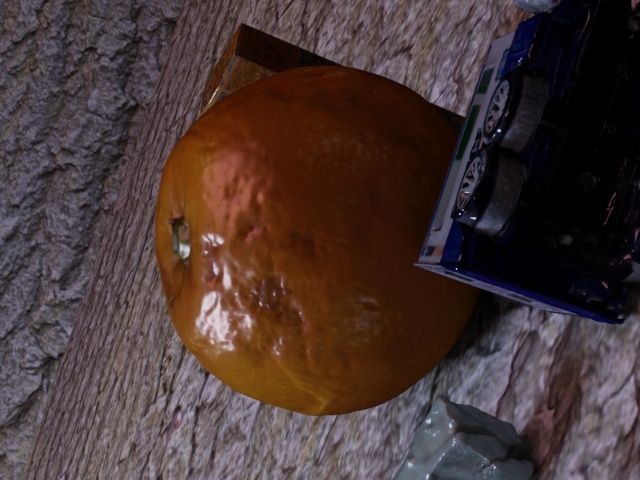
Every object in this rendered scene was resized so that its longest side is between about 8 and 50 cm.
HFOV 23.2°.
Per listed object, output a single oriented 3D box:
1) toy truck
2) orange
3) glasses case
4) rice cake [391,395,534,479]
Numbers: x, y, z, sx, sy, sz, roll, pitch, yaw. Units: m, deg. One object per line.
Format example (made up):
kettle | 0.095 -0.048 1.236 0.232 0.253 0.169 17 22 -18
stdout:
toy truck | 0.157 -0.092 0.966 0.155 0.124 0.268 176 114 -79
orange | 0.000 0.000 1.151 0.261 0.261 0.261 -59 18 32
glasses case | 0.017 -0.097 1.270 0.075 0.218 0.049 -53 22 44
rice cake | 0.033 0.249 1.034 0.063 0.066 0.336 -97 31 -60
